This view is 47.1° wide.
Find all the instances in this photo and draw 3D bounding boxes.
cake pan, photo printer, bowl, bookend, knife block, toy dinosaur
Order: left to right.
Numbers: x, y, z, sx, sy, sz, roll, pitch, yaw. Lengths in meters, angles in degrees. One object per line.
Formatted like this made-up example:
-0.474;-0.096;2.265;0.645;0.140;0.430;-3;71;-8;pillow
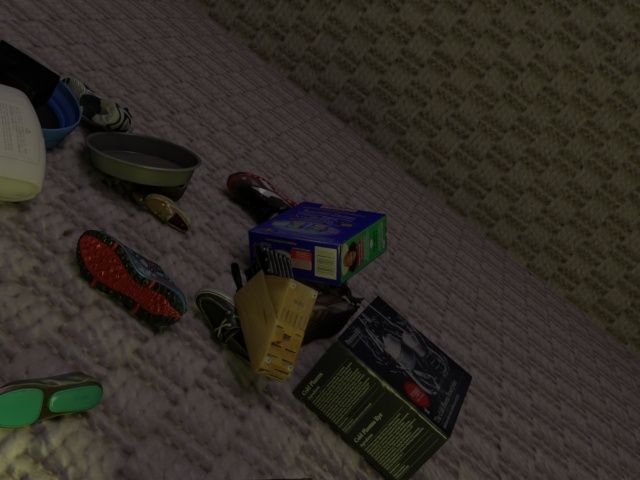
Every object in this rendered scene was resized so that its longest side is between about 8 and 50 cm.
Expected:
-0.700;-0.211;1.464;0.307;0.107;0.256;9;56;-49;photo printer
-0.772;-0.359;1.758;0.391;0.077;0.391;31;23;-15;bowl
-0.707;-0.373;1.687;0.156;0.072;0.157;32;24;-12;bookend
-0.452;-0.208;1.870;0.293;0.054;0.293;14;19;-5;cake pan
-0.131;0.146;1.590;0.242;0.275;0.088;3;-20;47;knife block
0.060;0.147;2.021;0.118;0.064;0.268;39;1;9;toy dinosaur

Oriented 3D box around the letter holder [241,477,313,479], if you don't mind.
-0.119;0.474;1.043;0.302;0.152;0.214;16;33;-43;letter holder

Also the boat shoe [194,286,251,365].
-0.190;0.186;1.586;0.219;0.078;0.070;41;21;2;boat shoe

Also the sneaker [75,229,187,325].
-0.387;0.077;1.510;0.262;0.104;0.125;42;5;-2;sneaker

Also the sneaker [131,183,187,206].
-0.410;-0.137;1.886;0.066;0.071;0.188;43;22;10;sneaker

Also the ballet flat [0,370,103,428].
-0.438;0.243;1.136;0.068;0.072;0.213;19;8;35;ballet flat

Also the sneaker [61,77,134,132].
-0.604;-0.354;2.004;0.235;0.094;0.153;22;-7;22;sneaker

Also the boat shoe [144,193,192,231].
-0.376;-0.068;1.825;0.135;0.050;0.045;33;23;-29;boat shoe

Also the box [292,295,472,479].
0.155;0.332;1.697;0.312;0.179;0.343;40;22;7;box

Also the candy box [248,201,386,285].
0.000;0.000;1.977;0.268;0.122;0.317;9;21;25;candy box

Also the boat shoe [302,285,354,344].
-0.034;0.176;1.810;0.116;0.123;0.324;42;12;22;boat shoe

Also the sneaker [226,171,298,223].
-0.159;-0.103;2.168;0.276;0.097;0.135;35;20;-11;sneaker
